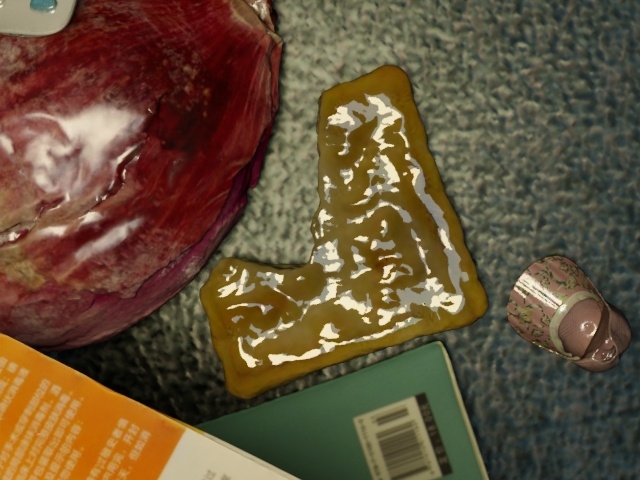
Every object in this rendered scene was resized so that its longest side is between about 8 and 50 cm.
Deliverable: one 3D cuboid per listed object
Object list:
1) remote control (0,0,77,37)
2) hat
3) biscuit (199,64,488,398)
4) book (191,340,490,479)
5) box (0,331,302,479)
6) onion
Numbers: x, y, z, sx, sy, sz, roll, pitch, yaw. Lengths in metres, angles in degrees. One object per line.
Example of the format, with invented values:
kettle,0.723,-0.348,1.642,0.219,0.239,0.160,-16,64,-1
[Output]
remote control,-0.159,-0.224,1.191,0.073,0.044,0.229,7,69,12
hat,0.162,0.050,1.228,0.087,0.042,0.058,35,92,35
biscuit,0.000,0.000,1.230,0.183,0.039,0.174,-23,93,3
book,-0.060,0.242,1.206,0.379,0.031,0.264,-19,71,4
box,-0.076,0.185,1.089,0.341,0.225,0.143,26,80,17
onion,-0.140,-0.069,1.195,0.283,0.120,0.227,-40,95,4
